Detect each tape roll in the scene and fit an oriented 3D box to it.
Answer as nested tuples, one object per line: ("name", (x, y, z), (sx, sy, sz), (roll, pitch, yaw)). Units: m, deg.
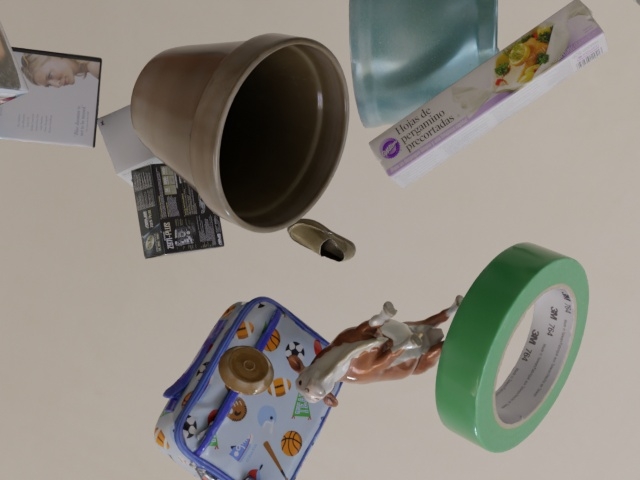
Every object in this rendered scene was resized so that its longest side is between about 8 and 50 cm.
("tape roll", (0.301, 0.165, 1.465), (0.077, 0.321, 0.321), (24, -152, 36))

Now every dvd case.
("dvd case", (-0.561, -0.282, 1.856), (0.253, 0.180, 0.022), (4, -165, -15))

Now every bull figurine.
("bull figurine", (0.097, 0.166, 1.455), (0.310, 0.188, 0.101), (-7, -113, -49))

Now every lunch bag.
("lunch bag", (-0.112, 0.253, 1.499), (0.243, 0.115, 0.303), (42, -119, -23))

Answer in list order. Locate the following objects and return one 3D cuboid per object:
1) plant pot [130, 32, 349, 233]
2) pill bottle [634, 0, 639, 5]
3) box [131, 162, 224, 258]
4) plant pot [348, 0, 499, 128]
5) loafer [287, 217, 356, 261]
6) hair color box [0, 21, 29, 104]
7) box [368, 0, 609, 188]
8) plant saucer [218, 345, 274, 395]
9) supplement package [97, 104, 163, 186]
("plant pot", (-0.155, -0.206, 1.594), (0.280, 0.323, 0.323), (23, -153, 35))
("pill bottle", (0.496, -0.456, 1.387), (0.204, 0.204, 0.361), (-17, -123, -46))
("box", (-0.283, -0.062, 1.893), (0.147, 0.180, 0.077), (-9, 180, -42))
("plant pot", (0.161, -0.311, 1.384), (0.196, 0.293, 0.293), (1, -154, 12))
("loafer", (0.000, 0.000, 1.911), (0.148, 0.056, 0.050), (21, -158, 6))
("hair color box", (-0.596, -0.381, 1.434), (0.113, 0.374, 0.185), (-21, -177, 11))
("box", (0.216, -0.186, 1.232), (0.063, 0.324, 0.067), (61, -165, 22))
("plant saucer", (-0.105, 0.183, 1.369), (0.083, 0.015, 0.083), (12, -132, -14))
("supplement package", (-0.361, -0.193, 2.046), (0.244, 0.139, 0.134), (52, -165, -76))
